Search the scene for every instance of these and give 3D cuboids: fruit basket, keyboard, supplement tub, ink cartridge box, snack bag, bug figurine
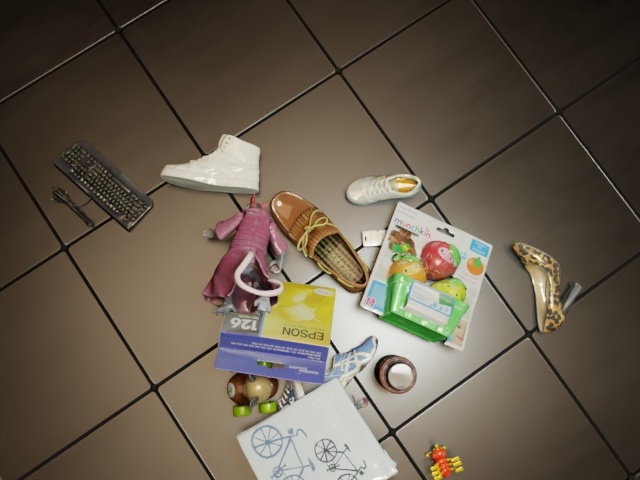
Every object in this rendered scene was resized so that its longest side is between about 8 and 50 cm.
[{"bbox_3d":[0.320,0.097,1.868,0.327,0.165,0.353,25,73,-6],"label":"fruit basket"},{"bbox_3d":[-0.684,-0.144,1.952,0.317,0.033,0.201,41,83,5],"label":"keyboard"},{"bbox_3d":[0.212,0.375,1.811,0.106,0.198,0.106,0,83,-1],"label":"supplement tub"},{"bbox_3d":[-0.120,0.239,1.805,0.304,0.072,0.307,8,40,-1],"label":"ink cartridge box"},{"bbox_3d":[-0.014,0.575,1.744,0.342,0.037,0.323,-31,63,-10],"label":"snack bag"},{"bbox_3d":[0.272,0.708,1.827,0.279,0.072,0.216,-17,89,-8],"label":"bug figurine"},{"bbox_3d":[0.168,-0.006,1.951,0.083,0.028,0.048,-3,82,-2],"label":"ink cartridge box"}]

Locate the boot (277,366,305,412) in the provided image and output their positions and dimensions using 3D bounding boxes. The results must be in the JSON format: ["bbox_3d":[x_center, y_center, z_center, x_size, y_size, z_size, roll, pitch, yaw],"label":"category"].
[{"bbox_3d":[-0.090,0.451,1.857,0.086,0.069,0.190,-18,84,-9],"label":"boot"}]

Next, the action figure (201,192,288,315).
[{"bbox_3d":[-0.211,0.018,1.785,0.248,0.275,0.370,11,64,-8],"label":"action figure"}]

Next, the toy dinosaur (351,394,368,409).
[{"bbox_3d":[0.098,0.484,1.884,0.082,0.047,0.090,5,115,-9],"label":"toy dinosaur"}]

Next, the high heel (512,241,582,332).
[{"bbox_3d":[0.634,0.139,1.905,0.261,0.093,0.186,40,76,-5],"label":"high heel"}]

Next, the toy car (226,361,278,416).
[{"bbox_3d":[-0.194,0.413,1.801,0.149,0.188,0.155,-6,82,-2],"label":"toy car"}]

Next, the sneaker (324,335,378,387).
[{"bbox_3d":[0.084,0.350,1.871,0.081,0.080,0.211,45,82,2],"label":"sneaker"}]

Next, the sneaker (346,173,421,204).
[{"bbox_3d":[0.190,-0.162,1.943,0.229,0.092,0.087,-9,84,-1],"label":"sneaker"}]

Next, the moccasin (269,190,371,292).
[{"bbox_3d":[-0.003,0.002,1.886,0.139,0.147,0.380,-38,84,-6],"label":"moccasin"}]

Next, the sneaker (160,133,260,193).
[{"bbox_3d":[-0.326,-0.239,1.943,0.293,0.108,0.169,6,80,-10],"label":"sneaker"}]
